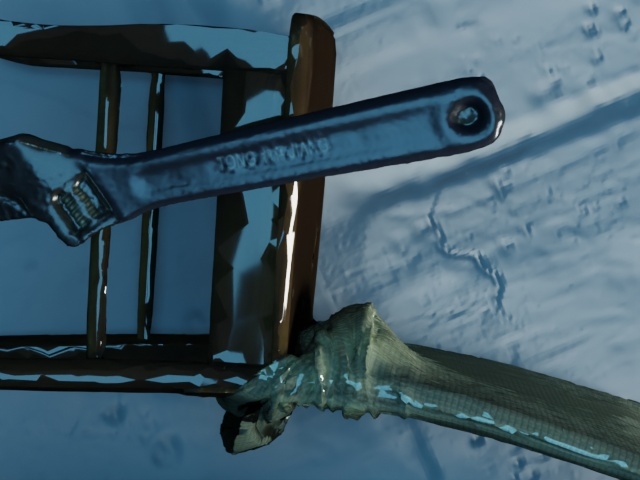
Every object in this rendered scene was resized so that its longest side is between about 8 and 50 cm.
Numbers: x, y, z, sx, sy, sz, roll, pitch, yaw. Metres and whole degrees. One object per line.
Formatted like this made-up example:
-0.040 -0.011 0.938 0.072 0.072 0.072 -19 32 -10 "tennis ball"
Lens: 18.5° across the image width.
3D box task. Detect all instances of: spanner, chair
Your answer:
-0.035 -0.032 0.734 0.209 0.012 0.046 -11 95 7 "spanner"
0.000 0.000 0.817 0.319 0.160 0.186 5 92 4 "chair"
